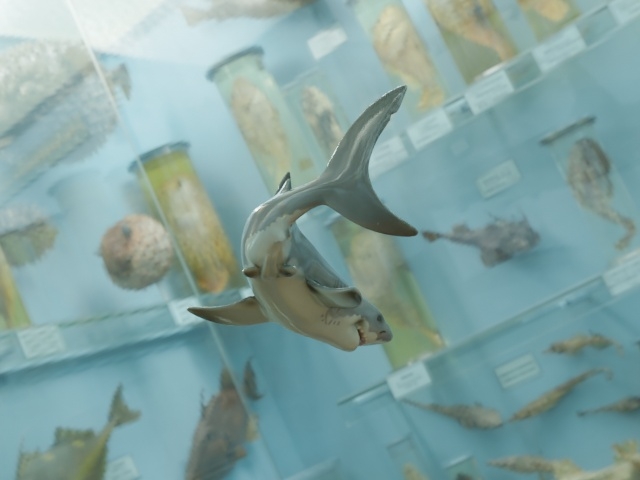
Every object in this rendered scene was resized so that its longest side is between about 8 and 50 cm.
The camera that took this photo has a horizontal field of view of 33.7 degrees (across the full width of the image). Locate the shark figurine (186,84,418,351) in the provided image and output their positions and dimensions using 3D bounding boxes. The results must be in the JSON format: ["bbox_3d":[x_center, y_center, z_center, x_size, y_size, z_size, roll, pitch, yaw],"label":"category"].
[{"bbox_3d":[-0.017,-0.013,0.786,0.166,0.116,0.278,6,-29,2],"label":"shark figurine"}]
